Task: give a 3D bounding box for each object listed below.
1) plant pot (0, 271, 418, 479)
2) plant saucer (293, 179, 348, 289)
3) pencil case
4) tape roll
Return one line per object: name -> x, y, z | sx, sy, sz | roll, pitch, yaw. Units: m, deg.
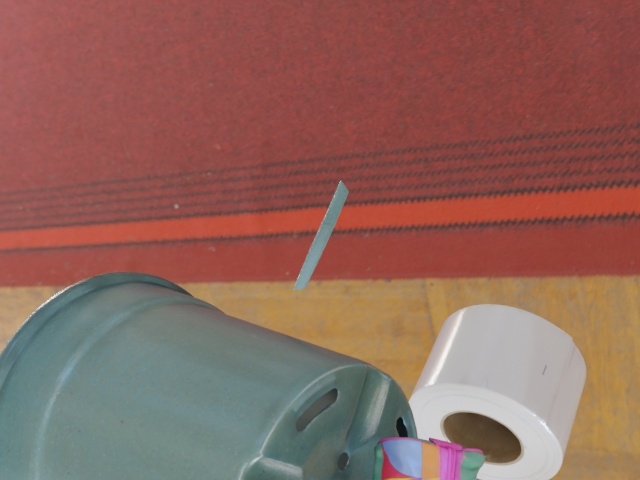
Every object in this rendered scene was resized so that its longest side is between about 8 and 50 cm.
plant pot -> -0.104, 0.218, 0.863 | 0.334, 0.341, 0.341 | 7, 112, 40
plant saucer -> 0.000, 0.000, 1.112 | 0.018, 0.067, 0.192 | 24, 149, -2
pencil case -> 0.084, 0.278, 0.696 | 0.104, 0.104, 0.236 | -16, 57, 33
tape roll -> 0.276, 0.243, 1.353 | 0.246, 0.169, 0.246 | 19, 140, 17
